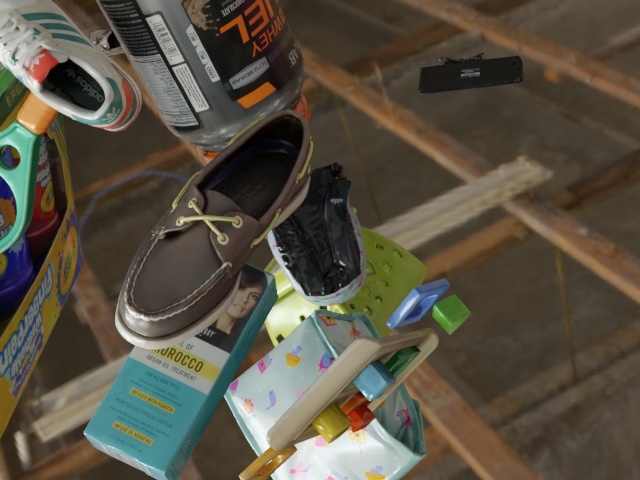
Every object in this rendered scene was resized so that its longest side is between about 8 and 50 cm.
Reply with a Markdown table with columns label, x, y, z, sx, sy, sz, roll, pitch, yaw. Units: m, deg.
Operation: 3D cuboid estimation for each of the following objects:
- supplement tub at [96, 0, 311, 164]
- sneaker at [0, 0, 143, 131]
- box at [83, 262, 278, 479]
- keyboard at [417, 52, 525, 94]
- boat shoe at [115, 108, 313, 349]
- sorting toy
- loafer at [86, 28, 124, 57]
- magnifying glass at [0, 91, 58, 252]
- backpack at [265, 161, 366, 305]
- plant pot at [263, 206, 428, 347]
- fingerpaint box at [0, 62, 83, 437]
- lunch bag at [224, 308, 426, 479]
| label | x | y | z | sx | sy | sz | roll | pitch | yaw |
| --- | --- | --- | --- | --- | --- | --- | --- | --- | --- |
| supplement tub | -0.150 | -0.271 | 1.439 | 0.207 | 0.338 | 0.207 | -19 | -147 | 13 |
| sneaker | -0.201 | -0.138 | 0.808 | 0.057 | 0.161 | 0.075 | -50 | -178 | 6 |
| box | -0.145 | 0.129 | 1.206 | 0.101 | 0.060 | 0.244 | 24 | -112 | 12 |
| keyboard | 0.275 | -0.297 | 2.032 | 0.192 | 0.038 | 0.100 | -3 | -133 | 16 |
| boat shoe | -0.107 | -0.021 | 1.190 | 0.117 | 0.096 | 0.324 | 29 | -129 | 13 |
| sorting toy | 0.048 | 0.180 | 1.303 | 0.347 | 0.196 | 0.047 | -48 | -113 | 19 |
| loafer | -0.307 | -0.300 | 1.685 | 0.125 | 0.039 | 0.045 | -2 | -103 | 2 |
| magnifying glass | -0.268 | -0.081 | 0.988 | 0.231 | 0.092 | 0.026 | -53 | -178 | 16 |
| backpack | 0.000 | 0.000 | 1.574 | 0.152 | 0.115 | 0.182 | -24 | -107 | 8 |
| plant pot | 0.015 | 0.088 | 1.968 | 0.227 | 0.207 | 0.228 | -35 | -167 | 44 |
| fingerpaint box | -0.440 | -0.014 | 1.401 | 0.163 | 0.371 | 0.445 | 1 | -151 | 4 |
| lunch bag | 0.019 | 0.264 | 1.631 | 0.223 | 0.160 | 0.262 | -43 | -116 | 25 |
